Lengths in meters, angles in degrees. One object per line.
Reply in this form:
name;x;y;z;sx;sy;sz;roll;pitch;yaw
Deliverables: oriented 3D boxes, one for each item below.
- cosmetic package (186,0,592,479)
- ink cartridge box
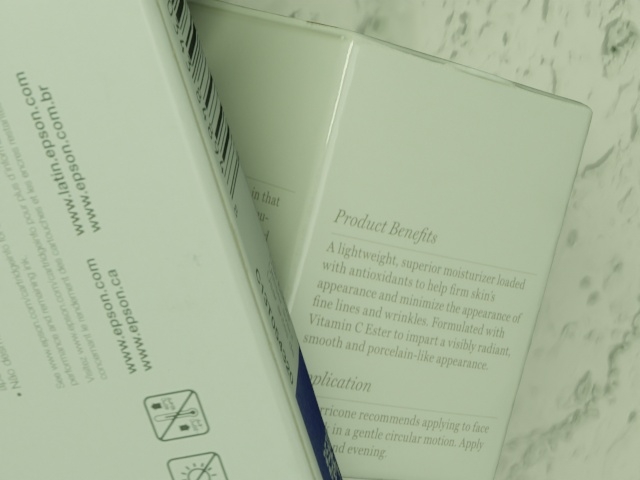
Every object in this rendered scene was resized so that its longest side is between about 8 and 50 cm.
cosmetic package;0.000;0.000;0.819;0.151;0.151;0.183;12;94;-41
ink cartridge box;-0.173;0.060;0.674;0.330;0.071;0.324;-12;118;9
